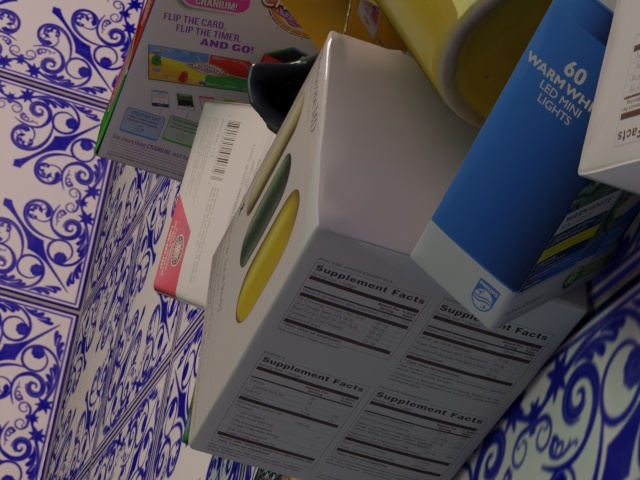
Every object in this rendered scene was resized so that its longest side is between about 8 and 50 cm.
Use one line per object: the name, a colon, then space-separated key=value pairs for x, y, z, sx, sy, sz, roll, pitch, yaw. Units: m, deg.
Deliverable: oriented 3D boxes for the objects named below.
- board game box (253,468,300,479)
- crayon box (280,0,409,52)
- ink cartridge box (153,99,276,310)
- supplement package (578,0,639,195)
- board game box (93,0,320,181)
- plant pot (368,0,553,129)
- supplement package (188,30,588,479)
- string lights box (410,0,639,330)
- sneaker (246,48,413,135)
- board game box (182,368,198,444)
board game box: x=-0.041 y=0.281 z=1.628 sx=0.165 sy=0.042 sz=0.243 roll=-117 pitch=46 yaw=-70
crayon box: x=0.050 y=-0.271 z=1.596 sx=0.203 sy=0.083 sz=0.323 roll=47 pitch=-133 yaw=-54
ink cartridge box: x=-0.034 y=-0.015 z=1.667 sx=0.283 sy=0.117 sz=0.207 roll=15 pitch=88 yaw=61
supplement package: x=0.236 y=-0.134 z=0.847 sx=0.134 sy=0.139 sz=0.244 roll=167 pitch=119 yaw=-72
board game box: x=-0.076 y=-0.184 z=1.815 sx=0.064 sy=0.242 sz=0.316 roll=-87 pitch=19 yaw=-47
plant pot: x=0.130 y=-0.210 z=1.181 sx=0.254 sy=0.254 sz=0.239 roll=120 pitch=144 yaw=-44
supplement package: x=0.044 y=0.028 z=1.271 sx=0.262 sy=0.198 sz=0.199 roll=121 pitch=161 yaw=-44
string lights box: x=0.167 y=-0.078 z=1.041 sx=0.133 sy=0.077 sz=0.259 roll=-23 pitch=-31 yaw=-47
sneaker: x=0.060 y=-0.107 z=1.385 sx=0.300 sy=0.121 sz=0.111 roll=-6 pitch=65 yaw=43
board game box: x=-0.082 y=0.071 z=2.019 sx=0.213 sy=0.046 sz=0.317 roll=137 pitch=146 yaw=-65
